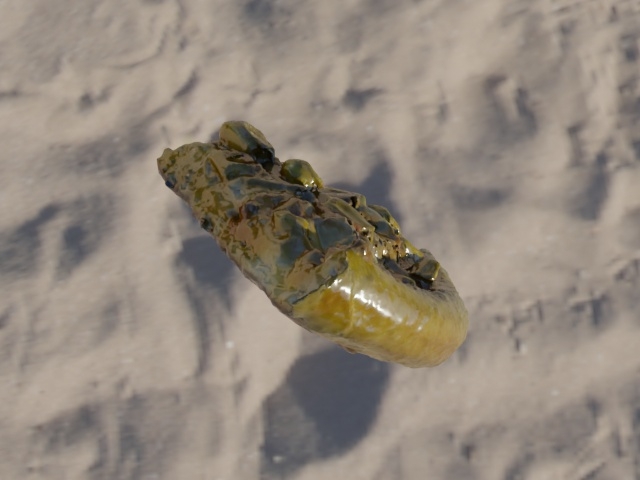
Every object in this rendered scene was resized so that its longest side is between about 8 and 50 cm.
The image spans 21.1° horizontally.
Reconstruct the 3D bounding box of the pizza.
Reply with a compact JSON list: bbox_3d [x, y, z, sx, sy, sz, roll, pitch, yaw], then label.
[{"bbox_3d":[0.000,0.000,0.623,0.041,0.131,0.178,-55,156,8],"label":"pizza"}]
